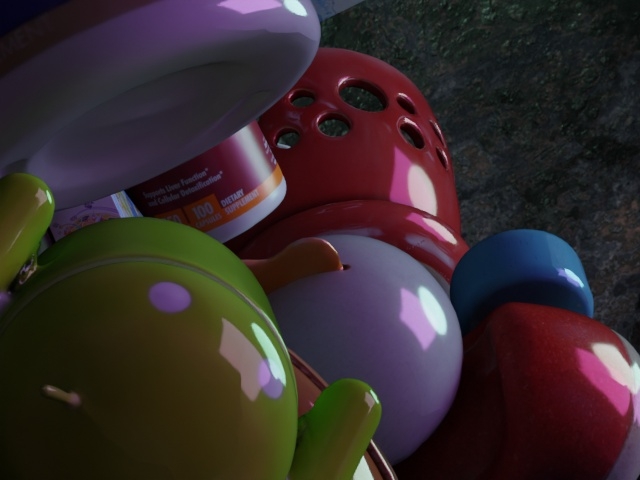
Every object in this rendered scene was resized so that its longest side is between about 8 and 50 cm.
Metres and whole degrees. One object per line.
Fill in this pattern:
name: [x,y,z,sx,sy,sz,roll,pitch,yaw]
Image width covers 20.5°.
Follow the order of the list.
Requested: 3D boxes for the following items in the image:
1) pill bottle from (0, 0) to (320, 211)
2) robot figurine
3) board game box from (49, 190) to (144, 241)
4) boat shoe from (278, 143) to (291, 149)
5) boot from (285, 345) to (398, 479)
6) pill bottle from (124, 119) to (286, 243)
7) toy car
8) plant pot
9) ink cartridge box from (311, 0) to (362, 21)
pill bottle: [-0.087,-0.111,0.487,0.186,0.112,0.112,63,0,11]
robot figurine: [-0.040,0.032,0.384,0.101,0.067,0.115,35,4,-10]
board game box: [-0.056,0.050,0.658,0.154,0.026,0.103,64,0,23]
boat shoe: [-0.011,0.003,1.354,0.367,0.156,0.136,64,-1,-16]
boot: [-0.012,0.091,0.462,0.197,0.073,0.152,61,3,19]
pill bottle: [-0.087,-0.074,0.980,0.152,0.086,0.086,63,0,-17]
toy car: [0.016,0.081,0.847,0.238,0.210,0.219,32,31,-28]
plant pot: [0.000,0.000,1.126,0.174,0.191,0.191,-103,170,-48]
ink cartridge box: [-0.063,-0.194,0.827,0.171,0.233,0.168,64,0,23]
